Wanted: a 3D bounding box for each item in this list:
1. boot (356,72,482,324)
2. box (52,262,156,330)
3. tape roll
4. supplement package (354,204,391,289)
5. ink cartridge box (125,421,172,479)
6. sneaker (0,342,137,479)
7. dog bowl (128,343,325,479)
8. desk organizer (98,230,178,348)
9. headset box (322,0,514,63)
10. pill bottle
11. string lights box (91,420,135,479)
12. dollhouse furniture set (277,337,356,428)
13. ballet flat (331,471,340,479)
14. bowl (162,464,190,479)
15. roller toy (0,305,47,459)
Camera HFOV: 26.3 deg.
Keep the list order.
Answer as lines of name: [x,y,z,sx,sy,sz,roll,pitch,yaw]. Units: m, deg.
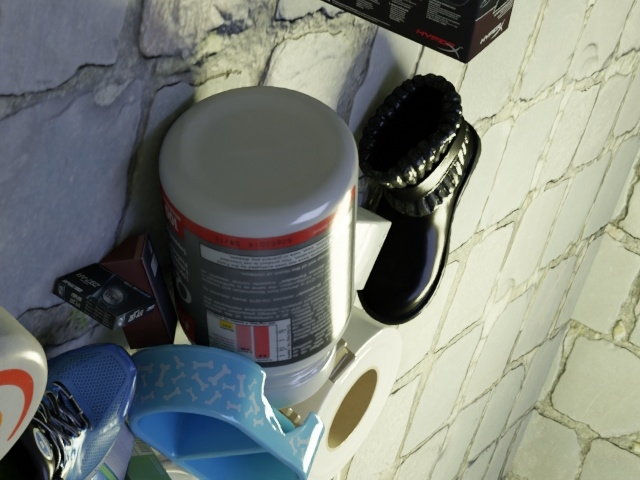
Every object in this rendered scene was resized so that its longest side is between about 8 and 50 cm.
boot: [0.120,-0.053,1.952,0.260,0.131,0.348,27,80,-75]
box: [-0.221,0.057,1.403,0.067,0.083,0.018,-25,138,-55]
tape roll: [0.010,0.238,2.104,0.286,0.100,0.286,-48,155,-31]
supplement package: [0.000,0.000,1.794,0.179,0.105,0.105,2,114,-65]
ink cartridge box: [-0.236,0.356,1.605,0.056,0.171,0.235,-1,120,-34]
sneaker: [-0.272,0.206,1.300,0.147,0.130,0.330,-35,-170,45]
dog bowl: [-0.111,0.215,1.575,0.297,0.166,0.074,48,41,-48]
desk organizer: [-0.198,0.057,1.496,0.047,0.050,0.130,-87,167,-51]
headset box: [0.114,-0.370,1.465,0.110,0.218,0.293,-43,151,-42]
pill bottle: [-0.065,0.022,1.537,0.210,0.210,0.363,-47,154,-33]
string lights box: [-0.275,0.301,1.450,0.133,0.077,0.259,73,25,-60]
dollhouse furniture set: [-0.088,0.202,1.861,0.259,0.135,0.262,-47,156,-7]
ballet flat: [0.009,0.435,2.409,0.041,0.041,0.114,-13,127,-62]
bowl: [-0.239,0.344,1.740,0.142,0.053,0.142,-63,158,-1]
roller toy: [-0.339,0.120,1.134,0.191,0.146,0.209,-36,155,-37]
